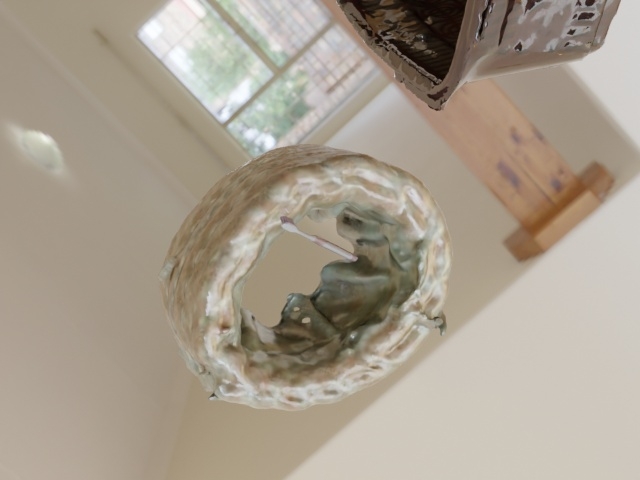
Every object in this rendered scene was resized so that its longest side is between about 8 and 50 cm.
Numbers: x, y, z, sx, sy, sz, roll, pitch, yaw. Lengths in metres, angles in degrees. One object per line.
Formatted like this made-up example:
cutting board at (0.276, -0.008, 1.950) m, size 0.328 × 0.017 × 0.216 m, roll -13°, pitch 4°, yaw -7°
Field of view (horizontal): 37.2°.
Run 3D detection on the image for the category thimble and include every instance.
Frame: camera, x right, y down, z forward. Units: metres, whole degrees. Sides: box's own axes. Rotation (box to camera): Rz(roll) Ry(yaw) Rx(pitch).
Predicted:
thimble at (-0.014, 0.026, 0.783) m, size 0.148 × 0.229 × 0.196 m, roll 16°, pitch 127°, yaw 69°

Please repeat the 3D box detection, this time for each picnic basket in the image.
picnic basket at (0.113, -0.227, 0.685) m, size 0.129 × 0.223 × 0.297 m, roll 0°, pitch -150°, yaw -18°

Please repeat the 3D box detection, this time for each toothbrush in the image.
toothbrush at (0.000, 0.000, 0.678) m, size 0.097 × 0.006 × 0.008 m, roll 28°, pitch -143°, yaw -53°
